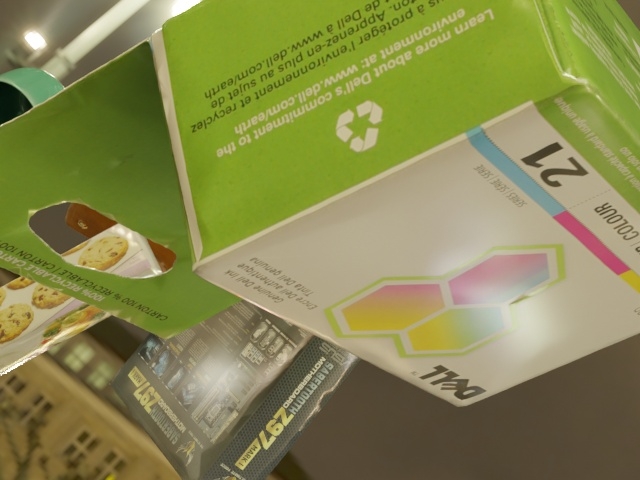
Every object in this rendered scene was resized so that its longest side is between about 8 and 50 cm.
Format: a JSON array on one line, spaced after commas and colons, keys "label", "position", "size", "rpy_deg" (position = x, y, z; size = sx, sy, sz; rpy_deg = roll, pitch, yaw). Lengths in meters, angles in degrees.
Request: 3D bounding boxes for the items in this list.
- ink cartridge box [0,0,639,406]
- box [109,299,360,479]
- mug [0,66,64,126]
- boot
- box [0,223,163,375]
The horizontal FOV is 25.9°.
[{"label": "ink cartridge box", "position": [0.000, 0.000, 0.502], "size": [0.255, 0.097, 0.189], "rpy_deg": [-27, -30, 22]}, {"label": "box", "position": [-0.084, 0.119, 1.270], "size": [0.059, 0.183, 0.233], "rpy_deg": [41, -3, -31]}, {"label": "mug", "position": [-0.420, -0.170, 1.965], "size": [0.129, 0.097, 0.158], "rpy_deg": [47, -53, 3]}, {"label": "boot", "position": [-0.194, -0.007, 1.637], "size": [0.211, 0.104, 0.295], "rpy_deg": [32, -21, -9]}, {"label": "box", "position": [-0.316, 0.087, 1.434], "size": [0.067, 0.324, 0.063], "rpy_deg": [63, 1, 23]}]
